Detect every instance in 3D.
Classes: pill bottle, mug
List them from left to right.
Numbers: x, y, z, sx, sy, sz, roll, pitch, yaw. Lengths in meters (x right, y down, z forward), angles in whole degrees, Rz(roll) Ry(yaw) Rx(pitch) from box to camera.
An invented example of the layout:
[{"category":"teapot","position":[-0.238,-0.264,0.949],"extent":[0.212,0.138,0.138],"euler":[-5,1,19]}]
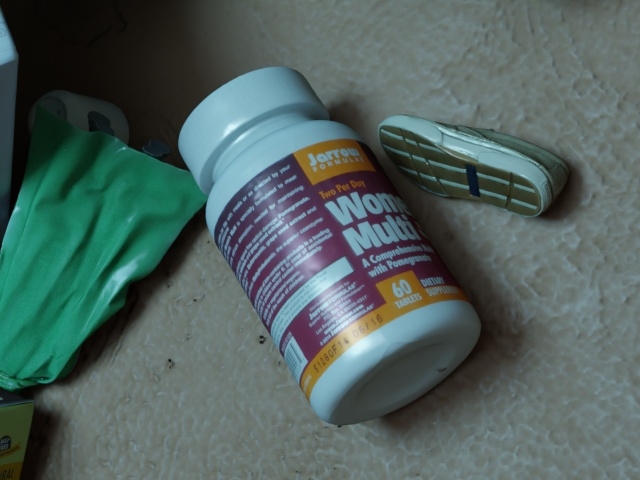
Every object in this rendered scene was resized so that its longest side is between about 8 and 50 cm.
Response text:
[{"category":"mug","position":[-0.180,-0.077,1.165],"extent":[0.062,0.064,0.078],"euler":[-38,66,13]},{"category":"pill bottle","position":[0.000,0.000,1.030],"extent":[0.121,0.121,0.221],"euler":[-38,66,14]}]

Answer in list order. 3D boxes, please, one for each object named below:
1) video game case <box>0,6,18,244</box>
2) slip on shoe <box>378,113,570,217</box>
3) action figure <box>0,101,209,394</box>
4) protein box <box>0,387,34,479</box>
[{"category":"video game case","position":[-0.276,-0.180,1.095],"extent":[0.036,0.329,0.300],"euler":[-19,76,-17]},{"category":"slip on shoe","position":[0.101,-0.056,1.042],"extent":[0.135,0.051,0.041],"euler":[20,48,35]},{"category":"action figure","position":[-0.186,0.023,1.133],"extent":[0.137,0.063,0.232],"euler":[27,108,-11]},{"category":"protein box","position":[-0.340,0.183,1.125],"extent":[0.201,0.136,0.199],"euler":[17,97,28]}]
